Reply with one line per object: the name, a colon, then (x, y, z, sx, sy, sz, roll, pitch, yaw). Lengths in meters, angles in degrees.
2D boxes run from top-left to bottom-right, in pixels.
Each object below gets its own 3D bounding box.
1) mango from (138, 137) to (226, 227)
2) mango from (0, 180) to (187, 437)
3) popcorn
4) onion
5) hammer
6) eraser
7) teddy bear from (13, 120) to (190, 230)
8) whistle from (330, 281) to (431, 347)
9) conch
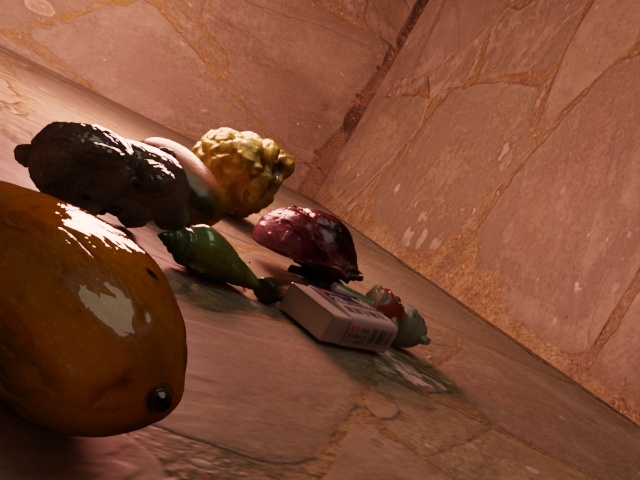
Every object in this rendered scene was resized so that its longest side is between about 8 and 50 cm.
mango: (-0.296, -0.114, 1.461, 0.254, 0.139, 0.176, 40, 21, 15)
mango: (-0.225, 0.043, 0.595, 0.187, 0.144, 0.359, 29, 4, -42)
popcorn: (-0.221, -0.184, 1.852, 0.235, 0.241, 0.250, 38, 13, 33)
onion: (0.000, 0.000, 1.533, 0.284, 0.120, 0.227, 27, 13, 37)
hammer: (-0.038, 0.092, 1.421, 0.168, 0.044, 0.440, 33, 7, 13)
eraser: (0.036, 0.143, 1.273, 0.124, 0.067, 0.210, 37, 10, 38)
teddy bear: (-0.322, -0.095, 1.084, 0.236, 0.151, 0.267, 1, -2, 26)
whistle: (0.132, 0.153, 1.463, 0.253, 0.105, 0.102, 29, -22, -15)
conch: (-0.187, 0.026, 1.157, 0.095, 0.079, 0.201, 19, -19, 38)
